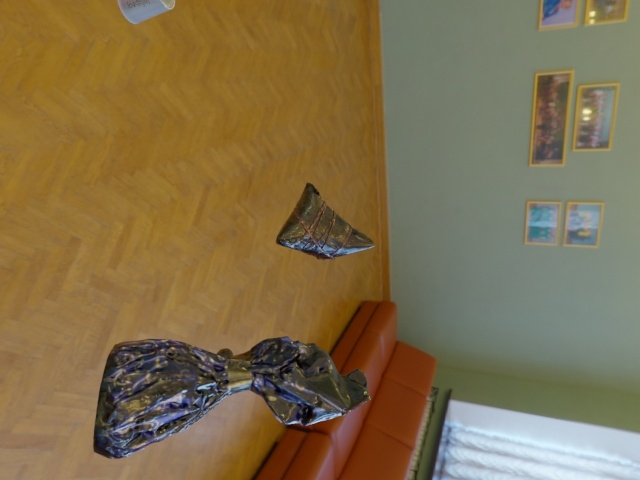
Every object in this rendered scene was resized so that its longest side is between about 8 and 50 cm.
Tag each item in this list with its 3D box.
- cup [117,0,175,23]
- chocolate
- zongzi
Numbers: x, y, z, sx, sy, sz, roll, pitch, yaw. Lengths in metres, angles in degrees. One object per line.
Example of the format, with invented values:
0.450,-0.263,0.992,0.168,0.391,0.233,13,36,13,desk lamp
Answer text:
-0.408,-0.568,1.026,0.074,0.115,0.104,-63,143,-51,cup
-0.093,0.176,0.567,0.148,0.342,0.126,-145,-122,-64,chocolate
0.000,0.000,0.429,0.073,0.083,0.067,-43,-159,60,zongzi
